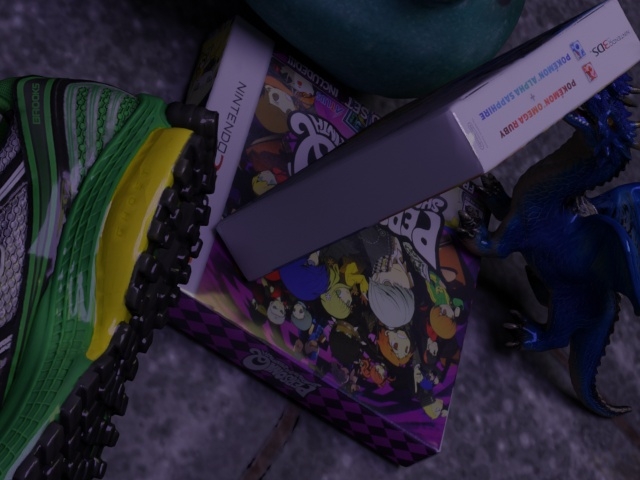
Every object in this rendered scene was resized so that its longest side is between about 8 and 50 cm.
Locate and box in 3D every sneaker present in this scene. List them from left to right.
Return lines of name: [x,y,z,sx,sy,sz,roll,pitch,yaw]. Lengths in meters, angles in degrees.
sneaker: [-0.174,0.063,1.018,0.146,0.134,0.343,17,60,9]

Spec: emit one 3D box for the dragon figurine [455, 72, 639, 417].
dragon figurine: [0.187,0.013,1.272,0.289,0.144,0.085,64,36,-21]

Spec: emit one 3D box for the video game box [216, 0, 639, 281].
video game box: [0.064,-0.059,1.138,0.187,0.205,0.048,-38,99,-44]

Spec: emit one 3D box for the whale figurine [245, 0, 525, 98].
whale figurine: [0.011,-0.163,1.226,0.272,0.216,0.141,-3,104,-46]

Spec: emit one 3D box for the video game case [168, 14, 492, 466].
video game case: [0.000,0.000,1.227,0.232,0.042,0.210,34,51,-24]
